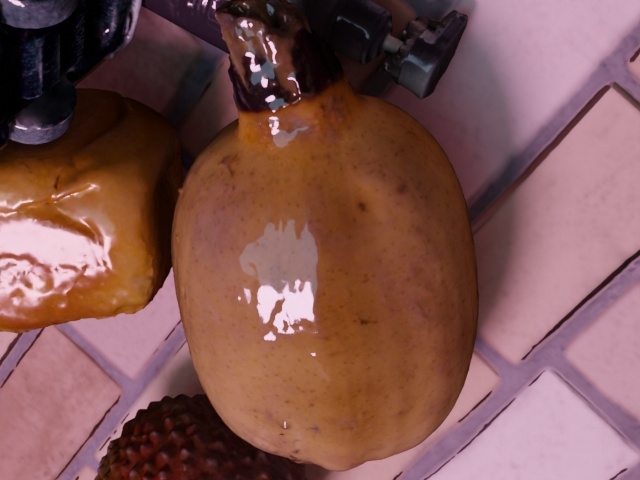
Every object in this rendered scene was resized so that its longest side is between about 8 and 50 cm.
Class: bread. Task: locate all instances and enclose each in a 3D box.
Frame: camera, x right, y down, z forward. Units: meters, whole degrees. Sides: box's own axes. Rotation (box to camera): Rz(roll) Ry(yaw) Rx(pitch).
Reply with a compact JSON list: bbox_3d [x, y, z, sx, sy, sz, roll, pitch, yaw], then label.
[{"bbox_3d":[-0.240,-0.019,0.710,0.294,0.167,0.132,-2,120,3],"label":"bread"}]

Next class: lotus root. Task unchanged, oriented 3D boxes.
[{"bbox_3d":[0.000,0.000,0.628,0.183,0.183,0.310,7,125,22],"label":"lotus root"}]

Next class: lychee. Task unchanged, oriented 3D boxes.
[{"bbox_3d":[-0.080,0.205,0.767,0.197,0.165,0.165,48,123,19],"label":"lychee"}]

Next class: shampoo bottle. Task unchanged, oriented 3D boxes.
[{"bbox_3d":[-0.060,-0.175,0.655,0.309,0.071,0.098,31,120,10],"label":"shampoo bottle"}]

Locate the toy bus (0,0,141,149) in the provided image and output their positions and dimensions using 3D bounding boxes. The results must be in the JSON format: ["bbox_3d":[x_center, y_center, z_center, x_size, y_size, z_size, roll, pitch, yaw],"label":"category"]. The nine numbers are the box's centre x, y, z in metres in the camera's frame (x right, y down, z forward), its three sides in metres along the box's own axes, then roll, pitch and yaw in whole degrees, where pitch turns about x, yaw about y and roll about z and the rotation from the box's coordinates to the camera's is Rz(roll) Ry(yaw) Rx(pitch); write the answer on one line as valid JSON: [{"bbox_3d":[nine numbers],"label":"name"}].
[{"bbox_3d":[-0.232,-0.108,0.570,0.167,0.275,0.138,36,149,9],"label":"toy bus"}]
